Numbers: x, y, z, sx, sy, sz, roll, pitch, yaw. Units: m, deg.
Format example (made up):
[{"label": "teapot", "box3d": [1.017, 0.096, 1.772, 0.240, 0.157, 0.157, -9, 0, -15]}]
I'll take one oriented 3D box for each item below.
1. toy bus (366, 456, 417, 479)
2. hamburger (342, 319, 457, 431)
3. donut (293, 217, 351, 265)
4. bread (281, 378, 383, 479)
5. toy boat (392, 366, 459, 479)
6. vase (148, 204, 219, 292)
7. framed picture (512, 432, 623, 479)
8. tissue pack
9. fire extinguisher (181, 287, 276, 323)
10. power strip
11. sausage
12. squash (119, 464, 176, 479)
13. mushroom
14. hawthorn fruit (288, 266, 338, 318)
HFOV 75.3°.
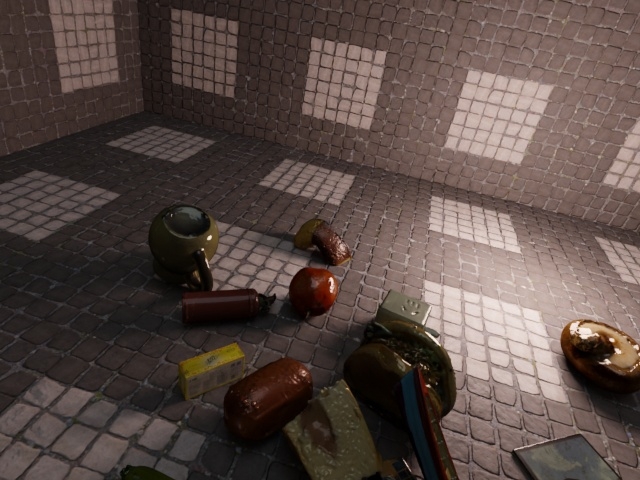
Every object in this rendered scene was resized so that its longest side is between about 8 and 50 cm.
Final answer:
[{"label": "toy bus", "box3d": [0.193, 0.602, 0.957, 0.103, 0.091, 0.182, -8, 36, -26]}, {"label": "hamburger", "box3d": [0.231, 0.377, 1.179, 0.318, 0.276, 0.195, 34, 46, 26]}, {"label": "donut", "box3d": [0.000, 0.000, 1.845, 0.295, 0.151, 0.112, 25, 44, 22]}, {"label": "bread", "box3d": [0.020, 0.496, 1.024, 0.184, 0.211, 0.223, -25, 71, -24]}, {"label": "toy boat", "box3d": [0.267, 0.497, 0.965, 0.136, 0.080, 0.391, 15, 53, -69]}, {"label": "vase", "box3d": [-0.482, 0.060, 1.505, 0.241, 0.302, 0.329, -17, 59, -38]}, {"label": "framed picture", "box3d": [0.708, 0.675, 1.070, 0.265, 0.016, 0.347, -2, 32, -18]}, {"label": "tissue pack", "box3d": [-0.310, 0.369, 1.181, 0.176, 0.095, 0.062, -13, 39, -33]}, {"label": "fire extinguisher", "box3d": [-0.307, 0.216, 1.442, 0.338, 0.106, 0.147, -1, 11, -20]}, {"label": "power strip", "box3d": [0.312, 0.292, 1.457, 0.225, 0.139, 0.140, 21, 32, 18]}, {"label": "sausage", "box3d": [-0.133, 0.415, 1.104, 0.268, 0.152, 0.141, -19, 34, -42]}, {"label": "squash", "box3d": [-0.331, 0.553, 0.900, 0.258, 0.069, 0.069, 17, 32, 11]}, {"label": "mushroom", "box3d": [0.997, 0.405, 1.469, 0.279, 0.162, 0.297, 13, 30, -13]}, {"label": "hawthorn fruit", "box3d": [-0.028, 0.197, 1.487, 0.179, 0.179, 0.200, 9, 43, -2]}]
